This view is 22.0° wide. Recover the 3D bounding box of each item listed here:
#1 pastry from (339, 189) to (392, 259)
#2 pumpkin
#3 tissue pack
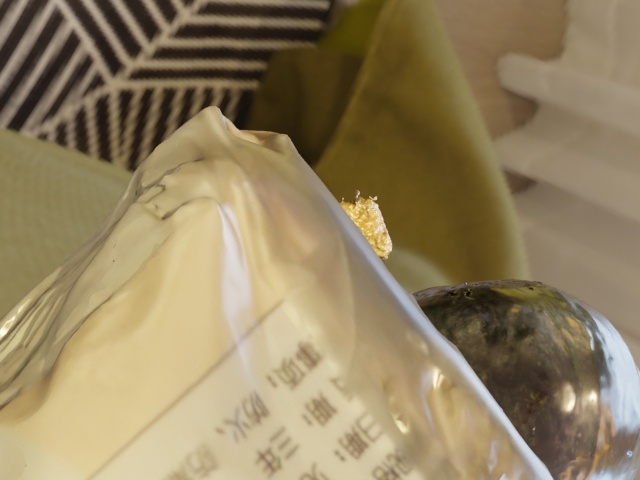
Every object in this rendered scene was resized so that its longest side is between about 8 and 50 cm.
[{"bbox_3d":[0.000,0.000,1.710,0.140,0.056,0.080,-18,92,9],"label":"pastry"},{"bbox_3d":[0.187,0.230,2.048,0.454,0.344,0.454,-20,158,-9],"label":"pumpkin"},{"bbox_3d":[-0.034,0.198,0.565,0.375,0.195,0.390,-40,94,-19],"label":"tissue pack"}]
